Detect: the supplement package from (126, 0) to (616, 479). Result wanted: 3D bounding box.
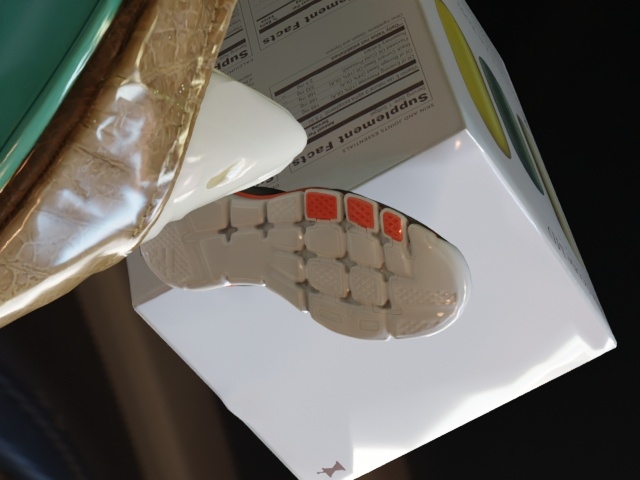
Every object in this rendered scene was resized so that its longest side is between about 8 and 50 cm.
[{"bbox_3d":[0.012,-0.040,1.122,0.198,0.262,0.199,-28,132,13],"label":"supplement package"}]

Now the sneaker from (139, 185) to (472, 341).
[{"bbox_3d":[0.000,0.000,0.851,0.158,0.065,0.061,14,105,27],"label":"sneaker"}]

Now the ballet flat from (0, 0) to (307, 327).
[{"bbox_3d":[-0.045,-0.098,0.687,0.124,0.342,0.116,26,173,-32],"label":"ballet flat"}]
